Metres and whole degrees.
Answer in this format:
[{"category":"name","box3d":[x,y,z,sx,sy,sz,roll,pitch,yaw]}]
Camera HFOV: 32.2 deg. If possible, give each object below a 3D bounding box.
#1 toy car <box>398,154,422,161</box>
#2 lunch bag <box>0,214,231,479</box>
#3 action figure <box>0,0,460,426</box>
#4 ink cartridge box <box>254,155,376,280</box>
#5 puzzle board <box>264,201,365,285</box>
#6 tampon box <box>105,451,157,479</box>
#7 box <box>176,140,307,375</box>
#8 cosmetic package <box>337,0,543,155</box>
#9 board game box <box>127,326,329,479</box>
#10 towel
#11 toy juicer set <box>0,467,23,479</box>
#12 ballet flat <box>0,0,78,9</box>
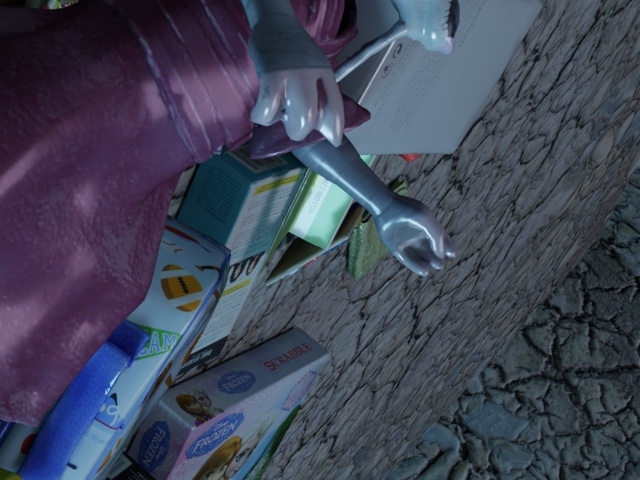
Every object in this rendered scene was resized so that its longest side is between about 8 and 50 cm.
[{"category":"toy car","box3d":[0.018,-0.192,0.948,0.239,0.053,0.224,6,105,-32]},{"category":"lunch bag","box3d":[-0.182,0.109,0.883,0.303,0.115,0.243,-59,-178,8]},{"category":"action figure","box3d":[-0.079,-0.081,0.540,0.370,0.275,0.248,-37,157,-13]},{"category":"ink cartridge box","box3d":[0.016,-0.065,1.119,0.235,0.056,0.171,-67,-177,-61]},{"category":"puzzle board","box3d":[0.000,0.000,1.243,0.128,0.011,0.096,-30,-164,35]},{"category":"tampon box","box3d":[-0.236,0.319,1.208,0.101,0.120,0.161,-37,156,-39]},{"category":"box","box3d":[-0.105,0.019,1.084,0.100,0.060,0.244,-23,145,-56]},{"category":"cosmetic package","box3d":[-0.003,-0.168,0.740,0.138,0.224,0.225,-60,160,19]},{"category":"board game box","box3d":[-0.152,0.289,1.439,0.319,0.066,0.318,-21,143,-58]},{"category":"towel","box3d":[0.079,-0.011,1.519,0.110,0.027,0.148,-43,159,-25]},{"category":"toy juicer set","box3d":[-0.253,0.059,0.662,0.209,0.090,0.328,-31,127,-75]},{"category":"ballet flat","box3d":[-0.144,-0.177,0.626,0.077,0.091,0.241,7,117,-40]}]
